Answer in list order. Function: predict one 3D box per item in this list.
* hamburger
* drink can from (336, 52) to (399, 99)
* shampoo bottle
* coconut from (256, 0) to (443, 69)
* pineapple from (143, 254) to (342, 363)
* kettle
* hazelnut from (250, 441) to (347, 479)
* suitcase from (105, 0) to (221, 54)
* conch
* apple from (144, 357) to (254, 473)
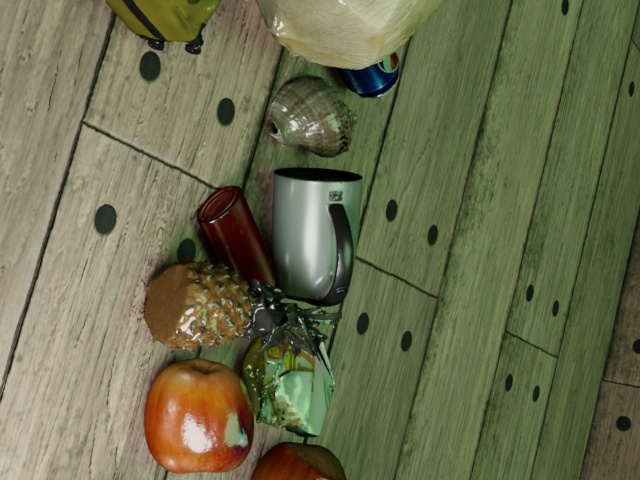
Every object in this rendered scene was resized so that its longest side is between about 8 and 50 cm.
[{"bbox_3d":[-0.070,0.260,2.039,0.235,0.125,0.214,-55,129,-38],"label":"hamburger"},{"bbox_3d":[0.071,-0.367,2.103,0.118,0.118,0.205,-63,143,-24],"label":"drink can"},{"bbox_3d":[-0.134,0.035,1.946,0.102,0.064,0.260,-52,137,-36],"label":"shampoo bottle"},{"bbox_3d":[0.034,-0.462,1.847,0.360,0.346,0.346,-39,131,-19],"label":"coconut"},{"bbox_3d":[-0.110,0.125,1.853,0.364,0.165,0.166,14,86,-38],"label":"pineapple"},{"bbox_3d":[0.000,0.000,2.006,0.161,0.221,0.236,-1,102,-26],"label":"kettle"},{"bbox_3d":[-0.038,0.477,2.075,0.210,0.186,0.210,-19,90,-86],"label":"hazelnut"},{"bbox_3d":[-0.221,-0.404,1.626,0.235,0.143,0.194,50,55,-63],"label":"suitcase"},{"bbox_3d":[-0.017,-0.227,2.050,0.207,0.130,0.155,-10,72,-32],"label":"conch"},{"bbox_3d":[-0.197,0.285,1.823,0.199,0.199,0.199,-17,112,-53],"label":"apple"}]
